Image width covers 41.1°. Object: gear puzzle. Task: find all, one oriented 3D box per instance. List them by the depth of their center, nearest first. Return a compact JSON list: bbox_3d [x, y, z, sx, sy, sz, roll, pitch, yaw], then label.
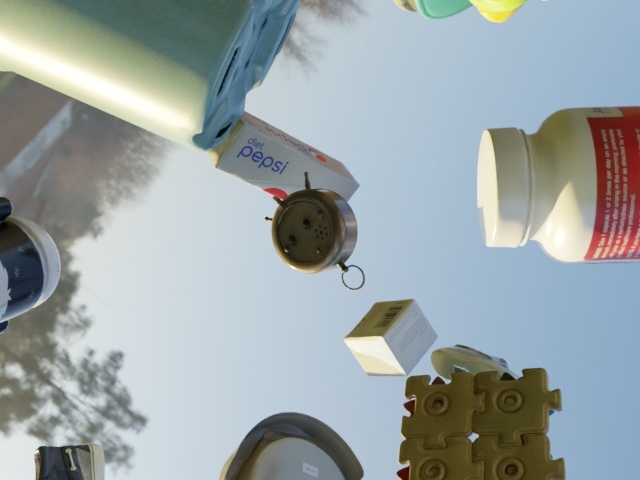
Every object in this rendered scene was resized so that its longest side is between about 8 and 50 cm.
[{"bbox_3d":[0.157,0.281,0.845,0.176,0.044,0.338,-8,-133,21],"label":"gear puzzle"}]

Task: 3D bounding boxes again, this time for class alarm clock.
[{"bbox_3d":[0.000,0.000,1.296,0.129,0.192,0.064,-48,165,23],"label":"alarm clock"}]

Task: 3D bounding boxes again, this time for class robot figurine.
[{"bbox_3d":[-0.556,0.056,1.386,0.209,0.173,0.278,-38,175,30],"label":"robot figurine"}]

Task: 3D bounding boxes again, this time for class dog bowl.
[{"bbox_3d":[-0.056,0.528,1.721,0.102,0.349,0.348,-38,-160,39],"label":"dog bowl"}]

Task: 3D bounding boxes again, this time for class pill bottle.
[{"bbox_3d":[0.443,-0.080,1.234,0.408,0.229,0.229,-1,-153,1],"label":"pill bottle"}]

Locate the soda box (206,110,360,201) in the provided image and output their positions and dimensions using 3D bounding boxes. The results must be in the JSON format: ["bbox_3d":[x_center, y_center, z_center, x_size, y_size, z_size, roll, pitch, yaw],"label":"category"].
[{"bbox_3d":[-0.068,-0.136,1.558,0.098,0.286,0.091,-52,-140,16],"label":"soda box"}]

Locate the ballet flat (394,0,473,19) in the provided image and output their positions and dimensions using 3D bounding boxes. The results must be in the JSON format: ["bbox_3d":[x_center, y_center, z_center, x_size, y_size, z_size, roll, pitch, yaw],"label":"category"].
[{"bbox_3d":[0.061,-0.247,0.517,0.123,0.123,0.348,-47,169,0],"label":"ballet flat"}]

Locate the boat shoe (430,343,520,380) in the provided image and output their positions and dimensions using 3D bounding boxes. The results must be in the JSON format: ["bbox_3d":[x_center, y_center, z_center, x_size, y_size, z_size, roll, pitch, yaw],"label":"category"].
[{"bbox_3d":[0.311,0.243,1.611,0.081,0.079,0.227,-19,-157,-33],"label":"boat shoe"}]

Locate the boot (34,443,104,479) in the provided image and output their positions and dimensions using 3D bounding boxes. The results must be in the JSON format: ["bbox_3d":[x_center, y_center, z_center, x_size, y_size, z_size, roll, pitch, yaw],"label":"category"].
[{"bbox_3d":[-0.319,0.351,1.084,0.069,0.086,0.190,-54,-140,41],"label":"boot"}]

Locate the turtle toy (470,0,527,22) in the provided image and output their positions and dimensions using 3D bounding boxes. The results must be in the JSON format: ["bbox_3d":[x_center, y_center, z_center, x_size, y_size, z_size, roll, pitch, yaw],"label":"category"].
[{"bbox_3d":[0.102,-0.167,0.450,0.095,0.066,0.130,-41,-146,45],"label":"turtle toy"}]

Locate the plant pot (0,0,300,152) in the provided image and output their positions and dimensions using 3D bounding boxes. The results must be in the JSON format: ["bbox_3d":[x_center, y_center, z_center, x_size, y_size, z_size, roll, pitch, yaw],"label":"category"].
[{"bbox_3d":[-0.212,-0.281,0.928,0.341,0.334,0.341,-61,179,-1],"label":"plant pot"}]

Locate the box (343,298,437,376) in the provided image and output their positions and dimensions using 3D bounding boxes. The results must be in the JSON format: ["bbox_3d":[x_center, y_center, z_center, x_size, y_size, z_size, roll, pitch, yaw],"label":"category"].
[{"bbox_3d":[0.117,0.162,1.421,0.102,0.087,0.101,-12,-153,51],"label":"box"}]
